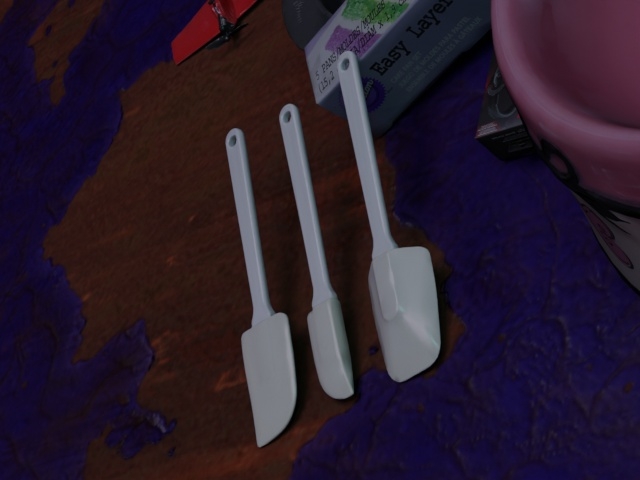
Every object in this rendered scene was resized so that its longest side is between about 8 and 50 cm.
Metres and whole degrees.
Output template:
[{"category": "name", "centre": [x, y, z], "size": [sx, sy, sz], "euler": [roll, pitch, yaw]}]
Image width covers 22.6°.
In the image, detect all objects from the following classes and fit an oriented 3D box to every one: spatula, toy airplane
[{"category": "spatula", "centre": [0.000, 0.000, 1.085], "size": [0.168, 0.019, 0.242], "euler": [-32, 55, 38]}, {"category": "toy airplane", "centre": [-0.085, -0.225, 1.399], "size": [0.151, 0.028, 0.151], "euler": [-31, 42, 33]}]

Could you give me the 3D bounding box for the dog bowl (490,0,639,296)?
[{"category": "dog bowl", "centre": [0.262, -0.155, 0.829], "size": [0.408, 0.150, 0.408], "euler": [-29, 43, 32]}]

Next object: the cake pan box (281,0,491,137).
[{"category": "cake pan box", "centre": [0.076, -0.240, 1.165], "size": [0.267, 0.070, 0.246], "euler": [-45, 35, 30]}]

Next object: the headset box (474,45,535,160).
[{"category": "headset box", "centre": [0.137, -0.092, 1.027], "size": [0.062, 0.032, 0.083], "euler": [-14, 51, 43]}]
